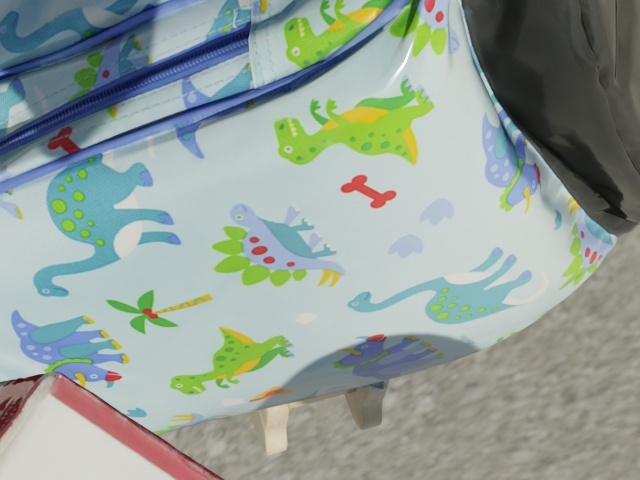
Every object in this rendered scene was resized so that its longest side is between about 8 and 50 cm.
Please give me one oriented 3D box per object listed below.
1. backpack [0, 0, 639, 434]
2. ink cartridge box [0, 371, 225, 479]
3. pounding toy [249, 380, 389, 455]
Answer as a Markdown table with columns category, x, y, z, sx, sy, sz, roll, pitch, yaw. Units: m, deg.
| category | x | y | z | sx | sy | sz | roll | pitch | yaw |
| --- | --- | --- | --- | --- | --- | --- | --- | --- | --- |
| backpack | -0.034 | -0.055 | 0.810 | 0.355 | 0.290 | 0.273 | -2 | 65 | 22 |
| ink cartridge box | -0.046 | 0.083 | 0.400 | 0.109 | 0.150 | 0.063 | 35 | 74 | -14 |
| pounding toy | 0.000 | 0.000 | 1.233 | 0.155 | 0.154 | 0.269 | -14 | 45 | -9 |
